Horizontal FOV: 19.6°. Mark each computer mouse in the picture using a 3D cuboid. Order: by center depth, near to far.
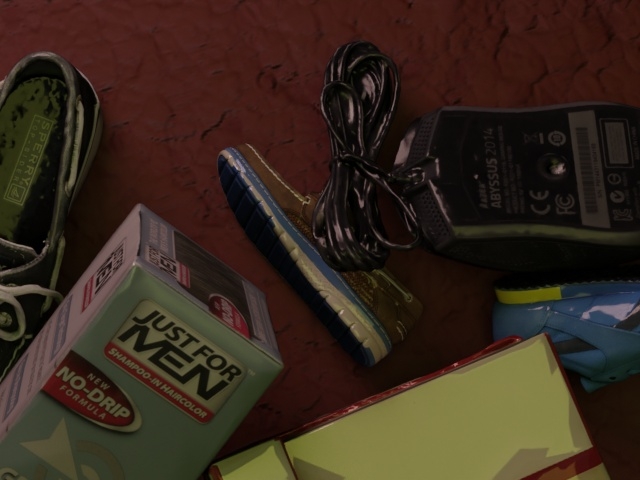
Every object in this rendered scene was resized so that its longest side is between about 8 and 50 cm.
[{"bbox_3d":[0.130,-0.040,1.295,0.272,0.072,0.188,4,59,-3],"label":"computer mouse"}]

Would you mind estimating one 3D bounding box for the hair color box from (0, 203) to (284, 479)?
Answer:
[{"bbox_3d":[-0.182,0.170,1.164,0.113,0.185,0.374,36,97,-11],"label":"hair color box"}]

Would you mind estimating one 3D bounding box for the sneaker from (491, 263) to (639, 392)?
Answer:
[{"bbox_3d":[0.220,0.059,1.274,0.209,0.069,0.082,-5,99,23],"label":"sneaker"}]

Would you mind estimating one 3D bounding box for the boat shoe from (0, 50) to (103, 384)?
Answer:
[{"bbox_3d":[-0.222,0.020,1.261,0.113,0.105,0.306,23,84,0],"label":"boat shoe"}]

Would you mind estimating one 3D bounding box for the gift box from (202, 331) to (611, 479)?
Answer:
[{"bbox_3d":[0.060,0.227,1.182,0.258,0.255,0.276,-21,81,-6],"label":"gift box"}]

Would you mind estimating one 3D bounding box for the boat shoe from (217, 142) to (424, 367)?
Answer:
[{"bbox_3d":[0.000,0.000,1.300,0.066,0.066,0.183,-37,88,-19],"label":"boat shoe"}]
